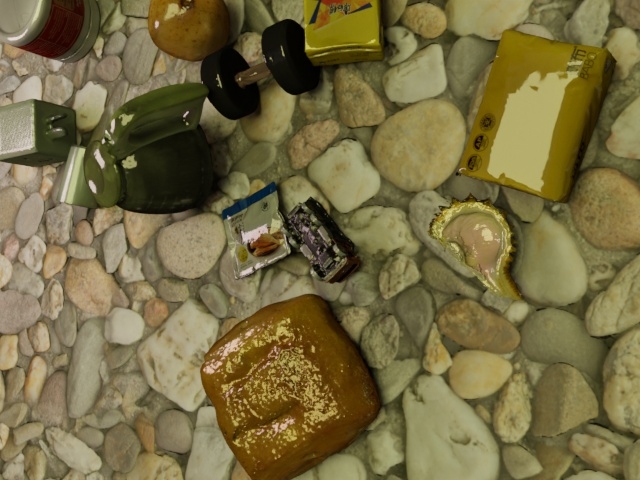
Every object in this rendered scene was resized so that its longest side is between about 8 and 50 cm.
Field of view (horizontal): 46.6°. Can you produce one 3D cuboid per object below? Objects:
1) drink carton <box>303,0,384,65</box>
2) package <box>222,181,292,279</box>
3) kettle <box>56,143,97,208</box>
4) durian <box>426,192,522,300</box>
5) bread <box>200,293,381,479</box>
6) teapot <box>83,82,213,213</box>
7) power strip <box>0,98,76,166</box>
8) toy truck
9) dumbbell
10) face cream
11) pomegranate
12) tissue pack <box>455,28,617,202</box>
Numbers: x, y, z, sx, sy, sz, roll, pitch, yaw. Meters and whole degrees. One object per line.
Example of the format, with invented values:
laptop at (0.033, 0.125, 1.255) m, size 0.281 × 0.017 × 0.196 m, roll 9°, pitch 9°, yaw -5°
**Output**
drink carton at (0.044, -0.539, 1.489) m, size 0.155 × 0.111 × 0.351 m, roll -3°, pitch 85°, yaw 10°
package at (-0.141, -0.019, 1.614) m, size 0.171 × 0.027 × 0.173 m, roll -27°, pitch 70°, yaw 35°
kettle at (-0.589, -0.159, 1.849) m, size 0.098 × 0.127 × 0.148 m, roll 12°, pitch 90°, yaw -3°
durian at (0.300, 0.017, 1.356) m, size 0.140 × 0.078 × 0.224 m, roll -34°, pitch 82°, yaw 10°
bread at (-0.072, 0.292, 1.495) m, size 0.328 × 0.148 × 0.337 m, roll -35°, pitch 72°, yaw 22°
teapot at (-0.361, -0.169, 1.584) m, size 0.322 × 0.239 × 0.239 m, roll -16°, pitch 94°, yaw 48°
power strip at (-0.708, -0.275, 1.885) m, size 0.224 × 0.140 × 0.139 m, roll -6°, pitch 83°, yaw 27°
toy truck at (0.000, 0.000, 1.510) m, size 0.083 × 0.092 × 0.192 m, roll -46°, pitch 59°, yaw 18°
dumbbell at (-0.126, -0.358, 1.566) m, size 0.218 × 0.152 × 0.152 m, roll -16°, pitch 79°, yaw 27°
face cream at (-0.693, -0.567, 1.867) m, size 0.201 × 0.187 × 0.201 m, roll -2°, pitch 86°, yaw 29°
pomegranate at (-0.293, -0.489, 1.656) m, size 0.196 × 0.196 × 0.196 m, roll -2°, pitch 86°, yaw 29°
tissue pack at (0.375, -0.213, 1.292) m, size 0.192 × 0.134 × 0.270 m, roll 19°, pitch 96°, yaw 28°
